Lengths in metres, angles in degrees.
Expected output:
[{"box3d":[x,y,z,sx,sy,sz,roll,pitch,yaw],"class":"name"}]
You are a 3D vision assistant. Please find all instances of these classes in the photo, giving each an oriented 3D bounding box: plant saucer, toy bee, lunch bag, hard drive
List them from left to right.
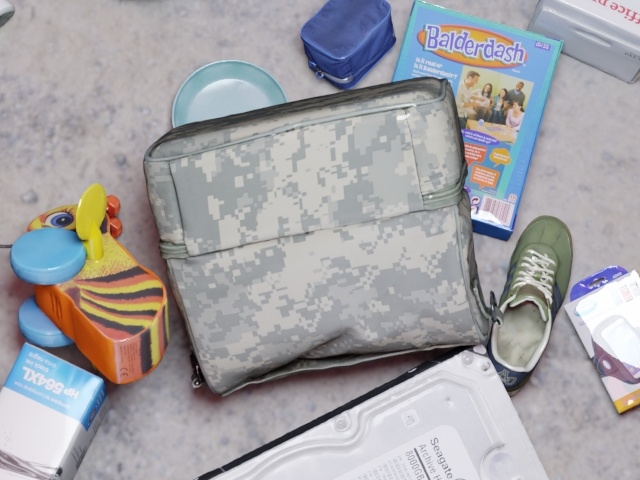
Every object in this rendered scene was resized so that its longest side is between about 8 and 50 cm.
[{"box3d":[-0.228,0.012,1.784,0.162,0.195,0.298,-32,67,-35],"class":"toy bee"},{"box3d":[-0.090,-0.123,1.895,0.119,0.021,0.119,1,77,-3],"class":"plant saucer"},{"box3d":[0.000,0.000,1.754,0.305,0.212,0.256,-11,99,7],"class":"lunch bag"},{"box3d":[0.028,-0.201,1.898,0.067,0.065,0.098,37,74,27],"class":"lunch bag"},{"box3d":[0.050,0.271,1.760,0.339,0.064,0.237,-25,92,-10],"class":"hard drive"}]

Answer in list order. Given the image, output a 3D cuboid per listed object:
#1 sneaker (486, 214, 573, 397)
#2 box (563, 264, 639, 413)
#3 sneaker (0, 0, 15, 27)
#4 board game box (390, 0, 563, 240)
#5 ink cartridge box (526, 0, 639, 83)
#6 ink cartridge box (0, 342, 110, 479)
[{"box3d":[0.208,0.059,1.833,0.064,0.086,0.192,20,76,2],"class":"sneaker"},{"box3d":[0.299,0.093,1.851,0.081,0.028,0.136,-28,81,8],"class":"box"},{"box3d":[-0.442,-0.233,1.861,0.226,0.086,0.163,-36,91,-21],"class":"sneaker"},{"box3d":[0.142,-0.122,1.895,0.160,0.047,0.210,17,77,1],"class":"board game box"},{"box3d":[0.304,-0.274,1.901,0.128,0.127,0.176,25,76,2],"class":"ink cartridge box"},{"box3d":[-0.277,0.212,1.735,0.086,0.148,0.203,26,76,2],"class":"ink cartridge box"}]
